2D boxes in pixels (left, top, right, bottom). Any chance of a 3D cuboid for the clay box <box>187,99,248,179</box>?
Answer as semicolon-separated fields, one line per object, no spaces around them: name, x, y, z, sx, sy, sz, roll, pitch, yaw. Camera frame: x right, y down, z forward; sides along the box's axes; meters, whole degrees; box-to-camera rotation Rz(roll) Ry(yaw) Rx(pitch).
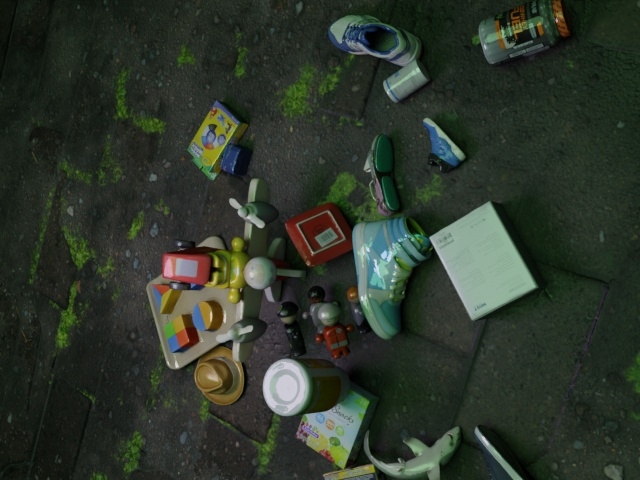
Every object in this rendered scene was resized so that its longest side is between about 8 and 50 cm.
clay box;-0.333;-0.313;2.085;0.127;0.053;0.222;44;109;26

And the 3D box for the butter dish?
butter dish;0.000;0.000;1.833;0.160;0.118;0.160;-24;68;-14

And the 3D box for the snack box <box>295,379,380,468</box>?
snack box;0.045;0.485;1.805;0.174;0.070;0.207;24;98;31

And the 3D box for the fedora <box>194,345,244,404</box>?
fedora;-0.326;0.420;2.034;0.194;0.079;0.195;-1;88;31

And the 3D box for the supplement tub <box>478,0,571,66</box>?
supplement tub;0.479;-0.491;1.545;0.190;0.117;0.117;-14;80;31

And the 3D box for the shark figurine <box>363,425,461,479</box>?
shark figurine;0.230;0.573;1.673;0.278;0.116;0.166;-13;47;23

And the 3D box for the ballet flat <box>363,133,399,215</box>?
ballet flat;0.158;-0.172;1.766;0.079;0.076;0.222;-18;78;50

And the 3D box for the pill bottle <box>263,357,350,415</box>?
pill bottle;-0.024;0.369;1.672;0.136;0.245;0.137;-6;78;29

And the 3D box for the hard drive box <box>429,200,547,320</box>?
hard drive box;0.400;0.051;1.588;0.181;0.089;0.232;-33;71;27

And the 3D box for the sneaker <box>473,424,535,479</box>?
sneaker;0.402;0.570;1.567;0.163;0.086;0.226;-46;67;20

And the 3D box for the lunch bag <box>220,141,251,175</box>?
lunch bag;-0.262;-0.253;2.029;0.065;0.067;0.099;23;99;30

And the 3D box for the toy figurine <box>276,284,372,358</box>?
toy figurine;0.015;0.202;1.743;0.213;0.209;0.148;-4;109;38

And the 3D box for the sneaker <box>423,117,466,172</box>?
sneaker;0.293;-0.238;1.685;0.084;0.058;0.152;-43;73;14

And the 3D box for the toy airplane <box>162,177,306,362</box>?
toy airplane;-0.191;0.084;1.795;0.272;0.384;0.386;6;135;53

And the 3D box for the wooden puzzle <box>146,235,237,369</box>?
wooden puzzle;-0.410;0.197;2.082;0.347;0.080;0.322;-32;66;26

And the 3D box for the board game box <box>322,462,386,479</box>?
board game box;0.102;0.681;1.774;0.170;0.048;0.141;-23;74;30

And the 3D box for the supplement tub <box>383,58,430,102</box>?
supplement tub;0.225;-0.417;1.729;0.107;0.071;0.071;-31;72;27

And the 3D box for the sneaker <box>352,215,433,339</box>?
sneaker;0.204;0.085;1.689;0.208;0.127;0.319;-16;80;32

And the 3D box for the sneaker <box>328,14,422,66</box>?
sneaker;0.127;-0.552;1.761;0.296;0.131;0.112;24;102;32
